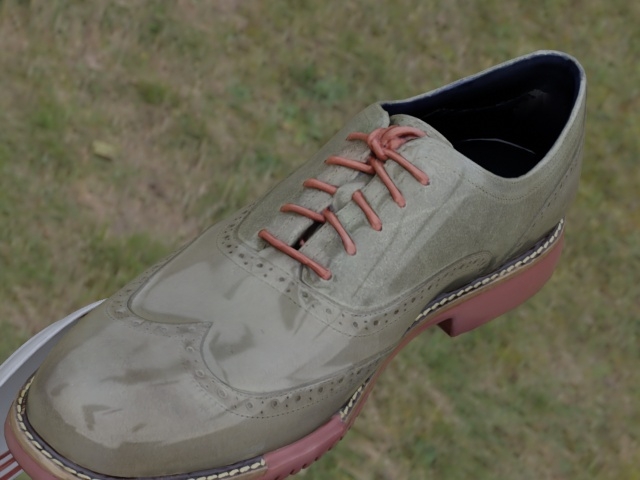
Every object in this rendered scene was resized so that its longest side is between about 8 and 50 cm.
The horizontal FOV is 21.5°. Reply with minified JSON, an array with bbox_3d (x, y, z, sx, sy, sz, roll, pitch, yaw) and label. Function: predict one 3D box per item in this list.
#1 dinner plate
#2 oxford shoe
[{"bbox_3d":[-0.143,0.077,0.845,0.017,0.141,0.141,42,44,15],"label":"dinner plate"},{"bbox_3d":[0.000,0.000,0.767,0.123,0.130,0.348,35,43,23],"label":"oxford shoe"}]
